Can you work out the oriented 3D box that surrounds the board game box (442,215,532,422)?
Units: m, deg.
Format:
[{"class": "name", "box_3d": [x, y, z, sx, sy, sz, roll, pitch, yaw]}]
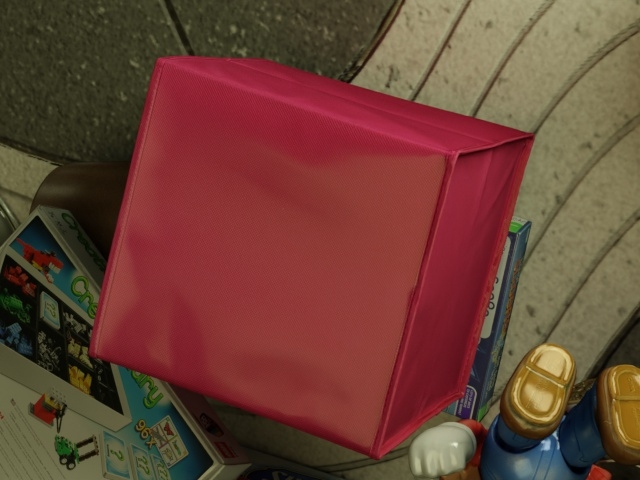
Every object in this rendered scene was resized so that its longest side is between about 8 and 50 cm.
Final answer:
[{"class": "board game box", "box_3d": [0.107, 0.056, 1.561, 0.136, 0.035, 0.201, 20, 118, 19]}]

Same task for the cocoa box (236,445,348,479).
[{"class": "cocoa box", "box_3d": [-0.067, 0.360, 1.655, 0.347, 0.228, 0.231, 15, 114, 21]}]

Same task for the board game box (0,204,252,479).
[{"class": "board game box", "box_3d": [-0.218, 0.144, 1.507, 0.193, 0.053, 0.305, -45, 66, 17]}]

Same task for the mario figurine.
[{"class": "mario figurine", "box_3d": [0.181, 0.223, 1.461, 0.198, 0.170, 0.320, 46, 153, 15]}]

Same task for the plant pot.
[{"class": "plant pot", "box_3d": [-0.176, -0.008, 1.614, 0.165, 0.167, 0.167, 8, 113, 33]}]

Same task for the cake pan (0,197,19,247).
[{"class": "cake pan", "box_3d": [-0.437, 0.039, 1.819, 0.293, 0.054, 0.293, 10, 114, 24]}]

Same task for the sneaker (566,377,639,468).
[{"class": "sneaker", "box_3d": [0.307, 0.163, 1.488, 0.192, 0.064, 0.086, -9, 106, 35]}]

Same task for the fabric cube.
[{"class": "fabric cube", "box_3d": [0.000, 0.000, 1.416, 0.258, 0.259, 0.254, 17, 101, 18]}]
